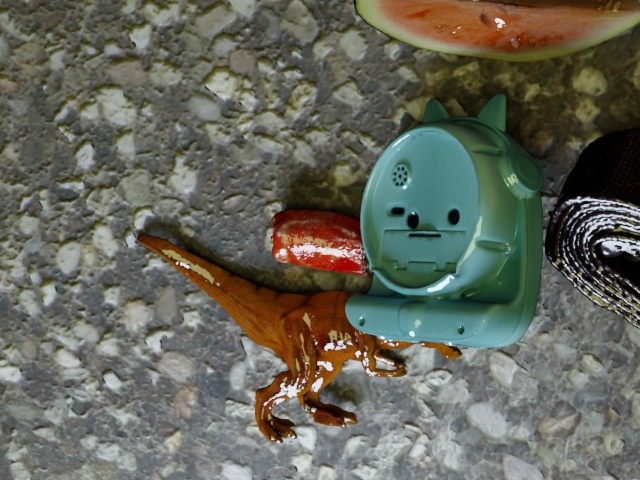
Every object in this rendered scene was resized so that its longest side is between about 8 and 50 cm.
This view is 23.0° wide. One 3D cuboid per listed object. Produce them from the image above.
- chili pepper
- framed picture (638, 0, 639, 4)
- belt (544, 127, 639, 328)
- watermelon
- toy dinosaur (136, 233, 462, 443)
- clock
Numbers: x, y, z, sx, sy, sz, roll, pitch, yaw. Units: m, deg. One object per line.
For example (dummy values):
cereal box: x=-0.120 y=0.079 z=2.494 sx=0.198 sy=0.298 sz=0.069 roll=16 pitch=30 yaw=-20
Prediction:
chili pepper: x=0.000 y=0.000 z=1.807 sx=0.123 sy=0.073 sz=0.070 roll=9 pitch=94 yaw=11
framed picture: x=0.447 y=-0.263 z=1.558 sx=0.265 sy=0.018 sz=0.192 roll=-26 pitch=100 yaw=0
belt: x=0.386 y=0.000 z=1.641 sx=0.289 sy=0.164 sz=0.184 roll=31 pitch=140 yaw=5
watermelon: x=0.181 y=-0.273 z=1.632 sx=0.303 sy=0.159 sz=0.128 roll=6 pitch=77 yaw=-5
toy dinosaur: x=-0.032 y=0.126 z=1.846 sx=0.432 sy=0.097 sz=0.208 roll=8 pitch=98 yaw=12
clock: x=0.132 y=-0.024 z=1.688 sx=0.223 sy=0.094 sz=0.274 roll=-1 pitch=83 yaw=48
